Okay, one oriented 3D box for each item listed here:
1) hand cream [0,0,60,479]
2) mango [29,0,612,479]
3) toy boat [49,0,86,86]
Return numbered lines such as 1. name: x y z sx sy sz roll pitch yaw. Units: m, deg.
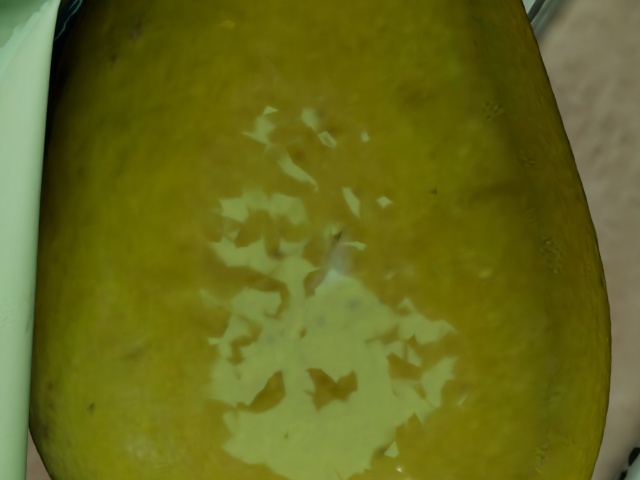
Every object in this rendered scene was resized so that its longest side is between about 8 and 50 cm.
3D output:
1. hand cream: -0.117 0.077 0.440 0.147 0.093 0.305 6 100 27
2. mango: 0.000 0.000 0.446 0.137 0.098 0.195 6 86 11
3. toy boat: -0.077 -0.084 0.482 0.080 0.046 0.228 24 93 7
